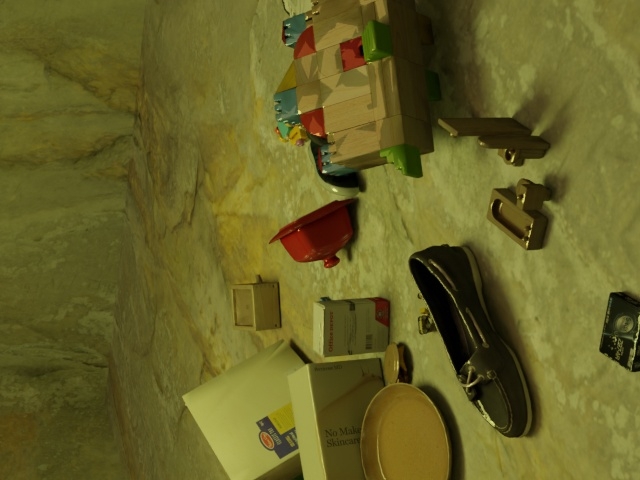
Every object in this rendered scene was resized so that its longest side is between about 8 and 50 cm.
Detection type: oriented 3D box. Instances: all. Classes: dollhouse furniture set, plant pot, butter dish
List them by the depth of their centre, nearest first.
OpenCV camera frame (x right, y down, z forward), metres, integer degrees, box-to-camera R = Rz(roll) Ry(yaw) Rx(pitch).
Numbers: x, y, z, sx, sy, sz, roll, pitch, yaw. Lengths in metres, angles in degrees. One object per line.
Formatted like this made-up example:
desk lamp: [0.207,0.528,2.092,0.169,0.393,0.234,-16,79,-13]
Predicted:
dollhouse furniture set: [0.243,-0.082,1.468,0.144,0.123,0.151,-131,44,-55]
plant pot: [0.154,0.367,1.788,0.236,0.032,0.236,-4,85,54]
butter dish: [0.000,0.000,2.052,0.118,0.160,0.160,62,156,0]

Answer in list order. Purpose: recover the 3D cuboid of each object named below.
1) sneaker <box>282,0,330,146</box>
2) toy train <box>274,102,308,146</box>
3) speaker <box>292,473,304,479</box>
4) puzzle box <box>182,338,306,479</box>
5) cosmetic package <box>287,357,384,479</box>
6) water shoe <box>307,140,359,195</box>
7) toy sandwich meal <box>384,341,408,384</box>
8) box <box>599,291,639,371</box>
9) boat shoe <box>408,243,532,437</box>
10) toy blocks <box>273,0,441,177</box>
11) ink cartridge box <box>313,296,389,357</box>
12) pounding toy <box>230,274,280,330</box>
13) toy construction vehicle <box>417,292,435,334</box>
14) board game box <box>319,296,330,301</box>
sneaker: [0.019,-0.388,1.963,0.257,0.169,0.447,172,103,-75]
toy train: [-0.048,-0.269,2.231,0.166,0.046,0.125,15,105,63]
speaker: [-0.104,0.521,2.121,0.131,0.296,0.131,30,146,23]
puzzle box: [-0.117,0.375,2.183,0.409,0.272,0.052,41,156,60]
cosmetic package: [0.050,0.387,1.930,0.113,0.160,0.309,140,123,-60]
water shoe: [0.025,-0.163,2.034,0.203,0.073,0.080,-122,39,-48]
toy sandwich meal: [0.140,0.228,1.868,0.085,0.029,0.085,-177,90,-77]
box: [0.385,0.115,1.291,0.067,0.018,0.083,-139,51,-60]
boat shoe: [0.221,0.155,1.580,0.112,0.095,0.335,118,142,-50]
toy blocks: [0.038,-0.263,1.706,0.261,0.191,0.381,-13,80,34]
ink cartridge box: [0.056,0.161,1.915,0.056,0.135,0.099,-161,71,-66]
pounding toy: [-0.155,0.149,2.484,0.141,0.100,0.130,-4,89,56]
toy construction vehicle: [0.191,0.107,1.735,0.086,0.035,0.098,135,132,-74]
board game box: [0.019,0.177,2.150,0.090,0.020,0.090,-136,47,-58]
